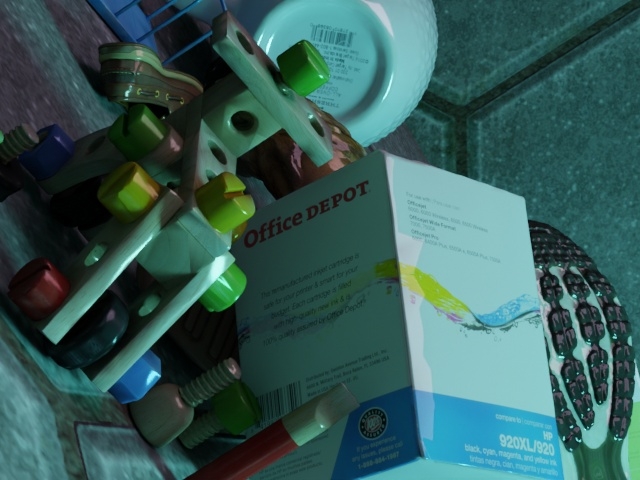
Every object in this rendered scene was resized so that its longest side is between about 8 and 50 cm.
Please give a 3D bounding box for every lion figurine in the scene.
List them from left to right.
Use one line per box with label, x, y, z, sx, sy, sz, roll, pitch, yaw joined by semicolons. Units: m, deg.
lion figurine;0.000;0.000;1.781;0.240;0.142;0.392;44;20;-28

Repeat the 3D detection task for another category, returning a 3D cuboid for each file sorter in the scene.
file sorter;-0.188;-0.282;1.817;0.170;0.104;0.118;51;13;-36

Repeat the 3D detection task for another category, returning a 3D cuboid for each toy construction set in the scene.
toy construction set;-0.070;-0.006;1.183;0.308;0.237;0.257;58;10;-3

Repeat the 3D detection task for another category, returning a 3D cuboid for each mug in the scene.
mug;-0.041;-0.255;2.062;0.374;0.276;0.328;23;14;-6

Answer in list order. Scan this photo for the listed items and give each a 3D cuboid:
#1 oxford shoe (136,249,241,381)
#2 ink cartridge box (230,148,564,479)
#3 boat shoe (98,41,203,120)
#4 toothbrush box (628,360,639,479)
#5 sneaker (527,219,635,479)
oxford shoe;-0.034;0.091;1.480;0.147;0.140;0.397;12;-17;45
ink cartridge box;0.054;0.079;1.296;0.168;0.171;0.232;15;61;-43
boat shoe;-0.161;-0.135;1.662;0.178;0.064;0.060;31;59;-65
toothbrush box;0.256;0.271;1.731;0.206;0.122;0.283;127;-46;-67
sneaker;0.182;0.187;1.579;0.158;0.182;0.410;6;74;-43
